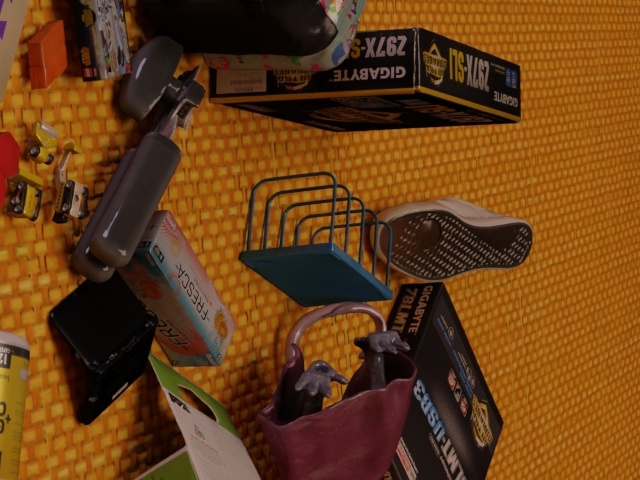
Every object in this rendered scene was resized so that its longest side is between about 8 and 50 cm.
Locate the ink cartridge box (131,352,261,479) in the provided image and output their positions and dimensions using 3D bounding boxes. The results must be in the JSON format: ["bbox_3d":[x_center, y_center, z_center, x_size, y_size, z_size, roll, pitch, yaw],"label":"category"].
[{"bbox_3d":[-0.131,0.264,1.861,0.189,0.097,0.255,43,16,-54],"label":"ink cartridge box"}]

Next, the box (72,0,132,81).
[{"bbox_3d":[-0.218,-0.228,1.759,0.094,0.027,0.137,-42,126,-76],"label":"box"}]

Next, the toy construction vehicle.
[{"bbox_3d":[-0.260,-0.057,1.687,0.086,0.035,0.098,26,62,-48],"label":"toy construction vehicle"}]

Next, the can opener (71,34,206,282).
[{"bbox_3d":[-0.188,-0.082,1.805,0.093,0.074,0.280,31,51,-18],"label":"can opener"}]

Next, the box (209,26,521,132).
[{"bbox_3d":[0.061,-0.182,2.083,0.322,0.257,0.079,6,82,-64],"label":"box"}]

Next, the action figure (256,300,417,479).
[{"bbox_3d":[0.001,0.294,2.071,0.276,0.248,0.370,-125,-147,-60],"label":"action figure"}]

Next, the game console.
[{"bbox_3d":[-0.220,0.103,1.770,0.122,0.071,0.107,-45,157,-55],"label":"game console"}]

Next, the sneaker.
[{"bbox_3d":[0.153,-0.006,2.457,0.290,0.123,0.106,6,103,-44],"label":"sneaker"}]

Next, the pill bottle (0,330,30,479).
[{"bbox_3d":[-0.302,0.168,1.498,0.103,0.103,0.184,26,65,-61],"label":"pill bottle"}]

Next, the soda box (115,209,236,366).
[{"bbox_3d":[-0.153,0.052,1.855,0.183,0.058,0.063,62,36,-39],"label":"soda box"}]

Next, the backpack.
[{"bbox_3d":[-0.052,-0.307,1.902,0.191,0.225,0.253,55,44,-52],"label":"backpack"}]

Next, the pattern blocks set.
[{"bbox_3d":[-0.314,-0.221,1.592,0.285,0.026,0.325,55,41,-47],"label":"pattern blocks set"}]

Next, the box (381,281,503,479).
[{"bbox_3d":[0.144,0.259,2.422,0.295,0.073,0.293,66,33,-35],"label":"box"}]

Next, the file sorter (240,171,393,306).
[{"bbox_3d":[0.000,0.000,2.104,0.170,0.118,0.104,39,50,-56],"label":"file sorter"}]
